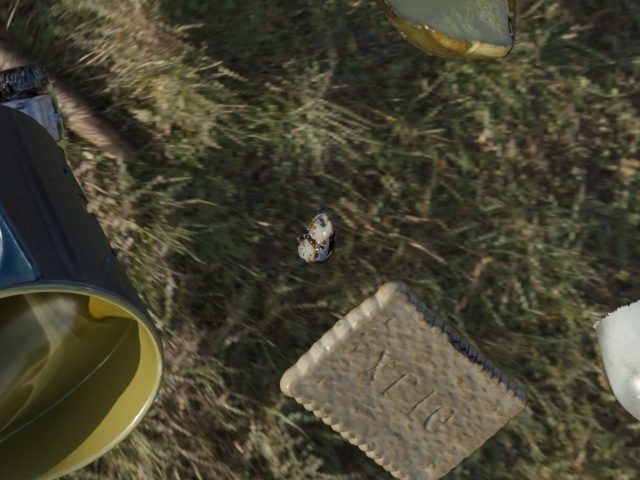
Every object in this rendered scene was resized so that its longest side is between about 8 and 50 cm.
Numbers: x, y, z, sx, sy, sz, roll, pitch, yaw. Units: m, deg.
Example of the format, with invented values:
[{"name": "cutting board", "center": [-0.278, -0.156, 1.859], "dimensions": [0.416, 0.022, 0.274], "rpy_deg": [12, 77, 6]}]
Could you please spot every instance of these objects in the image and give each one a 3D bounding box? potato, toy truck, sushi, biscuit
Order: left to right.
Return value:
[{"name": "toy truck", "center": [-0.388, -0.112, 1.503], "dimensions": [0.286, 0.111, 0.136], "rpy_deg": [-27, 108, -56]}, {"name": "sushi", "center": [0.000, 0.000, 1.857], "dimensions": [0.044, 0.046, 0.083], "rpy_deg": [-15, 141, -41]}, {"name": "biscuit", "center": [0.115, 0.196, 1.795], "dimensions": [0.217, 0.044, 0.325], "rpy_deg": [-42, 126, 12]}, {"name": "potato", "center": [0.088, -0.174, 1.000], "dimensions": [0.103, 0.066, 0.096], "rpy_deg": [9, 64, -9]}]

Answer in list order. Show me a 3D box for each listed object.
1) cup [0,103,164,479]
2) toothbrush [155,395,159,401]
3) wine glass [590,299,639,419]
[{"name": "cup", "center": [-0.160, 0.005, 0.636], "dimensions": [0.131, 0.155, 0.176], "rpy_deg": [-17, 135, -13]}, {"name": "toothbrush", "center": [-0.238, 0.104, 1.433], "dimensions": [0.017, 0.022, 0.204], "rpy_deg": [-32, 117, 21]}, {"name": "wine glass", "center": [0.419, 0.189, 1.605], "dimensions": [0.126, 0.126, 0.241], "rpy_deg": [-13, 66, -13]}]
